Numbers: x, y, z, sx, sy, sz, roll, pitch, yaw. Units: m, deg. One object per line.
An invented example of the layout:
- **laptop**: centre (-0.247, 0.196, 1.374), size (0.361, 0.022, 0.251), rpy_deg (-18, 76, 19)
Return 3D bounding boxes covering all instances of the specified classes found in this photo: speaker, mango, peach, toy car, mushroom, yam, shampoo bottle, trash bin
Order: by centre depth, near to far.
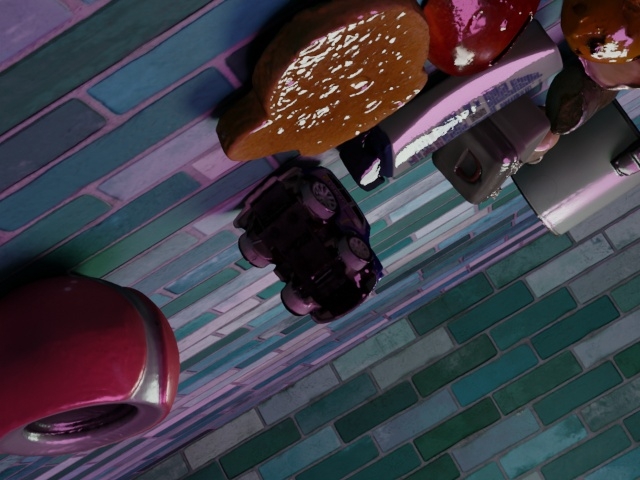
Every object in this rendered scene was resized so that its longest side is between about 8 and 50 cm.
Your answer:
- **peach**: centre (0.214, -0.285, 1.184), size (0.189, 0.068, 0.279), rpy_deg (-38, 163, 21)
- **speaker**: centre (-0.345, 0.180, 1.251), size (0.294, 0.294, 0.294), rpy_deg (-28, 165, -8)
- **mango**: centre (0.439, -0.343, 1.282), size (0.248, 0.151, 0.156), rpy_deg (-33, 127, -20)
- **shampoo bottle**: centre (0.194, -0.203, 1.392), size (0.359, 0.078, 0.134), rpy_deg (-32, 162, 10)
- **toy car**: centre (0.000, 0.000, 1.416), size (0.172, 0.235, 0.158), rpy_deg (-39, 175, 32)
- **yam**: centre (0.449, -0.255, 1.585), size (0.106, 0.106, 0.259), rpy_deg (-41, 173, 36)
- **mushroom**: centre (0.395, -0.195, 1.729), size (0.108, 0.096, 0.247), rpy_deg (-5, 180, 11)
- **trash bin**: centre (0.554, -0.168, 1.934), size (0.262, 0.217, 0.277), rpy_deg (-36, -160, 19)

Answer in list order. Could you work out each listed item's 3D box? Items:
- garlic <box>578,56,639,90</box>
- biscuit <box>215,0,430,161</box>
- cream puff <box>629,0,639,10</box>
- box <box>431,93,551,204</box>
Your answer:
- **garlic**: centre (0.534, -0.351, 1.467), size (0.229, 0.178, 0.143), rpy_deg (-20, -153, 41)
- **biscuit**: centre (0.002, -0.190, 1.103), size (0.287, 0.057, 0.344), rpy_deg (-31, 166, 4)
- **cream puff**: centre (0.482, -0.375, 1.006), size (0.350, 0.228, 0.350), rpy_deg (-45, -179, 1)
- **box**: centre (0.292, -0.168, 1.575), size (0.129, 0.148, 0.210), rpy_deg (-36, 168, -19)
